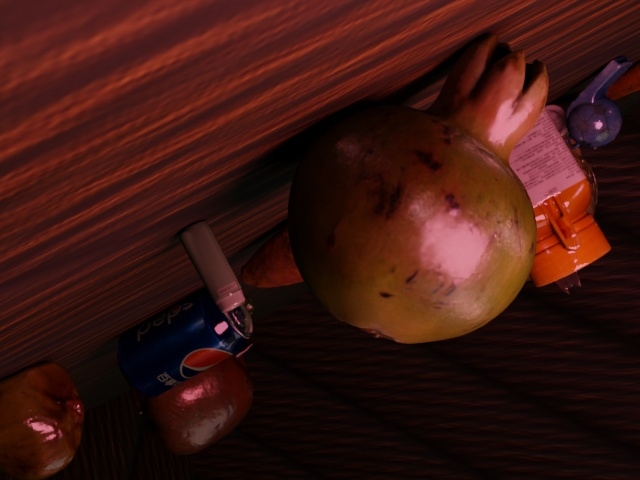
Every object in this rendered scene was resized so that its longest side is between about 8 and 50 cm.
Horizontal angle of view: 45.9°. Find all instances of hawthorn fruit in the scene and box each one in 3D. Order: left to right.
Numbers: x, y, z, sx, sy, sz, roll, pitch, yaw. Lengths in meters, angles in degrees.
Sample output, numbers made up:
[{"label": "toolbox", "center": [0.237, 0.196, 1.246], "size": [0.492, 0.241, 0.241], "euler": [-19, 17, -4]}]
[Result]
[{"label": "hawthorn fruit", "center": [-0.274, 0.328, 1.726], "size": [0.300, 0.268, 0.268], "euler": [-29, 175, -13]}]

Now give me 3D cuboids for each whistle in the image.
[{"label": "whistle", "center": [0.436, -0.198, 1.171], "size": [0.090, 0.090, 0.158], "euler": [-23, 159, -44]}]

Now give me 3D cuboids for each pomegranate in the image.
[{"label": "pomegranate", "center": [0.078, -0.032, 0.575], "size": [0.240, 0.190, 0.159], "euler": [-29, 150, 23]}]

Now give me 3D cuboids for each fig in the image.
[{"label": "fig", "center": [-0.403, 0.240, 1.018], "size": [0.165, 0.154, 0.144], "euler": [5, 180, -17]}]

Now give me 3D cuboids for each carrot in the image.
[{"label": "carrot", "center": [0.571, -0.294, 1.346], "size": [0.055, 0.055, 0.161], "euler": [-25, -179, -33]}]

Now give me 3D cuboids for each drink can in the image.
[{"label": "drink can", "center": [-0.215, 0.158, 1.202], "size": [0.204, 0.118, 0.118], "euler": [-31, 175, 10]}]

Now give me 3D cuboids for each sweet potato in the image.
[{"label": "sweet potato", "center": [0.000, 0.000, 0.959], "size": [0.251, 0.097, 0.097], "euler": [-27, 176, 28]}]

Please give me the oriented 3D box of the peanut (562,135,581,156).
[{"label": "peanut", "center": [0.425, -0.130, 1.689], "size": [0.325, 0.140, 0.153], "euler": [-26, 158, 24]}]

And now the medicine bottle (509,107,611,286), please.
[{"label": "medicine bottle", "center": [0.255, -0.064, 0.930], "size": [0.112, 0.222, 0.149], "euler": [-29, 174, 5]}]

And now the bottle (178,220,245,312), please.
[{"label": "bottle", "center": [-0.098, 0.024, 0.689], "size": [0.030, 0.083, 0.030], "euler": [-28, 175, -3]}]

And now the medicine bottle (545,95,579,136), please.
[{"label": "medicine bottle", "center": [0.443, -0.219, 1.320], "size": [0.059, 0.059, 0.230], "euler": [-33, 173, 40]}]

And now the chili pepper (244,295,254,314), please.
[{"label": "chili pepper", "center": [-0.196, 0.151, 1.479], "size": [0.182, 0.073, 0.050], "euler": [-42, -170, 46]}]

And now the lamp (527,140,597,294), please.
[{"label": "lamp", "center": [0.308, -0.035, 1.165], "size": [0.250, 0.284, 0.250], "euler": [-17, 144, -13]}]
